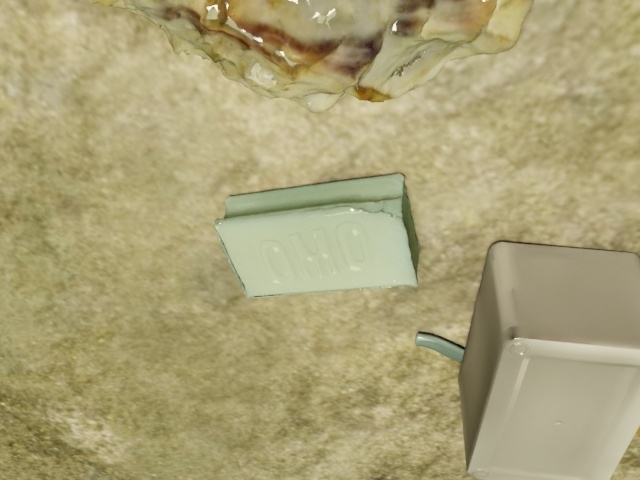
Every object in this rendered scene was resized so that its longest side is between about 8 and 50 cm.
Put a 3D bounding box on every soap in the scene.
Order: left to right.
[{"bbox_3d":[0.000,0.000,0.652,0.198,0.063,0.115,-7,128,18],"label":"soap"}]

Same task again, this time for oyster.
[{"bbox_3d":[-0.020,-0.188,0.462,0.354,0.107,0.201,0,128,13],"label":"oyster"}]

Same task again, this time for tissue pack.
[{"bbox_3d":[0.247,0.142,0.663,0.159,0.136,0.246,5,129,5],"label":"tissue pack"}]

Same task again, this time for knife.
[{"bbox_3d":[0.212,0.162,0.783,0.210,0.015,0.028,25,126,-11],"label":"knife"}]

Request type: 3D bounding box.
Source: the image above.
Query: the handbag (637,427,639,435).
[{"bbox_3d":[0.449,0.232,0.784,0.083,0.027,0.061,-34,116,32],"label":"handbag"}]
